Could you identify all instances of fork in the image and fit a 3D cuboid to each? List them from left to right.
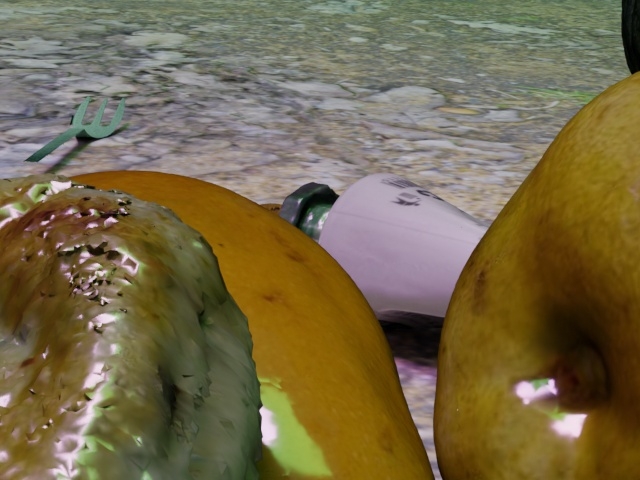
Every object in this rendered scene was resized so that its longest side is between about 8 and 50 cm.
[{"bbox_3d":[-0.180,-0.073,1.175,0.039,0.021,0.235,0,16,6],"label":"fork"}]

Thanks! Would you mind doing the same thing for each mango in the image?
[{"bbox_3d":[-0.036,0.049,0.540,0.138,0.113,0.253,11,16,-34],"label":"mango"}]

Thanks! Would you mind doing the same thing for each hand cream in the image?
[{"bbox_3d":[0.122,0.031,0.720,0.336,0.076,0.121,15,-2,36],"label":"hand cream"}]

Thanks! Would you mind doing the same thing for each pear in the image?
[{"bbox_3d":[0.133,0.036,0.492,0.200,0.200,0.200,3,14,-1],"label":"pear"}]

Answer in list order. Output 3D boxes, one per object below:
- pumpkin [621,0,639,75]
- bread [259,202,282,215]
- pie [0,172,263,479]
[{"bbox_3d":[0.341,-0.205,1.313,0.196,0.263,0.293,-2,13,5],"label":"pumpkin"},{"bbox_3d":[0.000,0.000,0.911,0.110,0.024,0.110,3,16,-1],"label":"bread"},{"bbox_3d":[-0.148,0.067,0.399,0.277,0.079,0.277,-9,33,6],"label":"pie"}]
